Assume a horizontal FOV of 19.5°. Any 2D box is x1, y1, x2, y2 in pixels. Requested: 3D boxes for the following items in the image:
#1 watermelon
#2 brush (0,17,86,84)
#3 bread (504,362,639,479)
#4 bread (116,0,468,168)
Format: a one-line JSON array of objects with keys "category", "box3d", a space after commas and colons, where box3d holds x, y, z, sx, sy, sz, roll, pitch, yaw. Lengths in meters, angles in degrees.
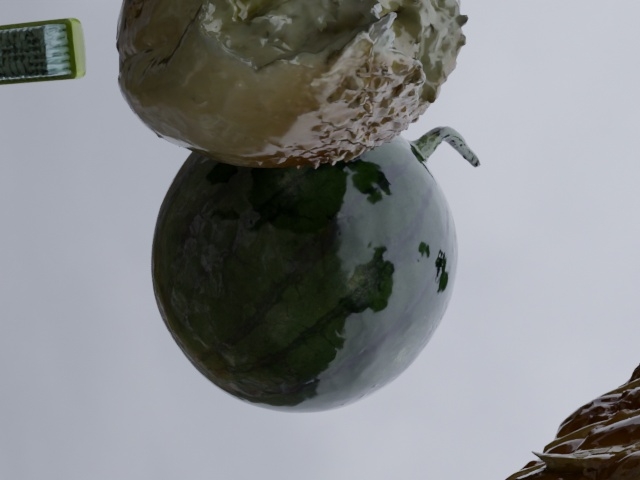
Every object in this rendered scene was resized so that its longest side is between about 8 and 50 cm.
[{"category": "watermelon", "box3d": [0.000, 0.000, 1.124, 0.188, 0.215, 0.188, 49, 3, -4]}, {"category": "brush", "box3d": [-0.105, -0.056, 0.570, 0.083, 0.021, 0.018, 2, -80, 43]}, {"category": "bread", "box3d": [0.231, 0.095, 0.859, 0.275, 0.185, 0.114, -23, -87, 42]}, {"category": "bread", "box3d": [-0.014, -0.132, 0.970, 0.192, 0.171, 0.314, -51, -160, 35]}]
